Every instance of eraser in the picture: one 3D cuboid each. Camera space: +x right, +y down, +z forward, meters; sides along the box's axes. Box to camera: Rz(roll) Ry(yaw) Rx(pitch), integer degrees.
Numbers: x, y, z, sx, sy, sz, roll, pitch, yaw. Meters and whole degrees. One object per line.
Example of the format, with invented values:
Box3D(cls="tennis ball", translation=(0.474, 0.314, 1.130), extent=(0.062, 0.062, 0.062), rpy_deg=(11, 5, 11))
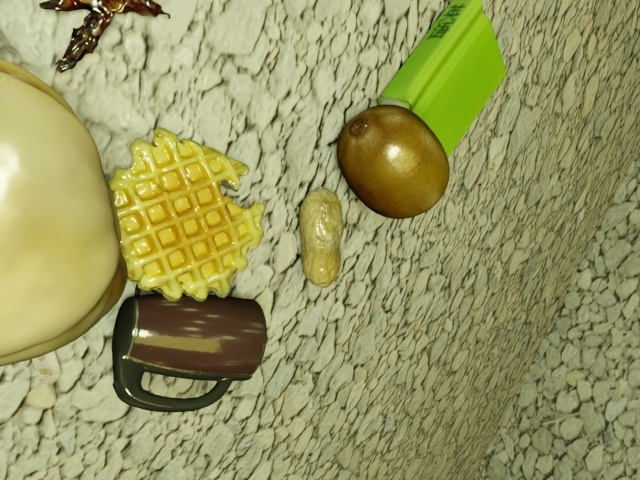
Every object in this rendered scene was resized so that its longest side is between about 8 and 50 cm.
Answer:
Box3D(cls="eraser", translation=(0.258, -0.322, 0.960), extent=(0.274, 0.092, 0.210), rpy_deg=(-52, 133, -8))

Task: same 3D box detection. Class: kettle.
Box3D(cls="kettle", translation=(-0.225, 0.180, 0.772), extent=(0.232, 0.144, 0.202), rpy_deg=(13, 64, -35))

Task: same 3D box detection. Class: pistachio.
Box3D(cls="pistachio", translation=(-0.393, -0.021, 0.450), extent=(0.365, 0.281, 0.445), rpy_deg=(-47, 139, 4))

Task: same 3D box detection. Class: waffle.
Box3D(cls="waffle", translation=(-0.205, -0.028, 0.719), extent=(0.261, 0.056, 0.250), rpy_deg=(24, 83, -39))

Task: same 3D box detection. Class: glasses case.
Box3D(cls="glasses case", translation=(-0.424, 0.184, 0.710), extent=(0.032, 0.021, 0.083), rpy_deg=(-16, 121, -30))

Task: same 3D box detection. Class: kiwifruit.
Box3D(cls="kiwifruit", translation=(0.135, -0.150, 0.877), extent=(0.234, 0.196, 0.196), rpy_deg=(36, 87, -36))

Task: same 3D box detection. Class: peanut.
Box3D(cls="peanut", translation=(0.000, 0.000, 0.920), extent=(0.099, 0.099, 0.214), rpy_deg=(-17, 127, -32))

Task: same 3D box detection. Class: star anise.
Box3D(cls="star anise", translation=(-0.270, -0.322, 0.559), extent=(0.212, 0.053, 0.157), rpy_deg=(-37, 131, -16))
